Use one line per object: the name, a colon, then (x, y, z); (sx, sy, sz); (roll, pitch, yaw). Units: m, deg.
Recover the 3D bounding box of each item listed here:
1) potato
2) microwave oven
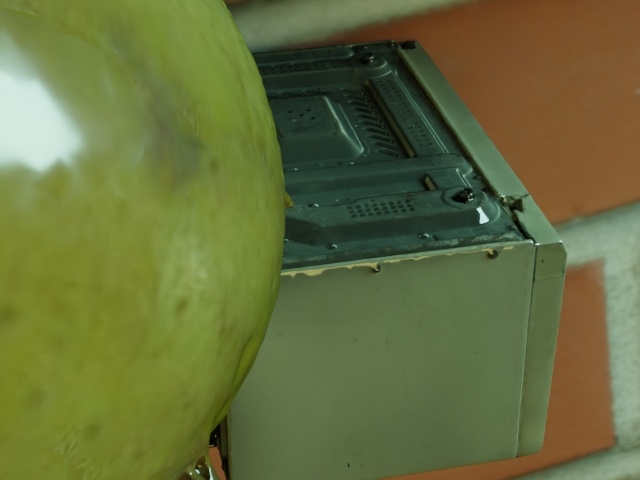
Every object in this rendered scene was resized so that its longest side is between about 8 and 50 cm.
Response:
potato: (-0.200, 0.003, 0.522); (0.319, 0.442, 0.385); (10, 94, -47)
microwave oven: (0.000, 0.000, 0.717); (0.194, 0.240, 0.145); (-4, 122, -12)
